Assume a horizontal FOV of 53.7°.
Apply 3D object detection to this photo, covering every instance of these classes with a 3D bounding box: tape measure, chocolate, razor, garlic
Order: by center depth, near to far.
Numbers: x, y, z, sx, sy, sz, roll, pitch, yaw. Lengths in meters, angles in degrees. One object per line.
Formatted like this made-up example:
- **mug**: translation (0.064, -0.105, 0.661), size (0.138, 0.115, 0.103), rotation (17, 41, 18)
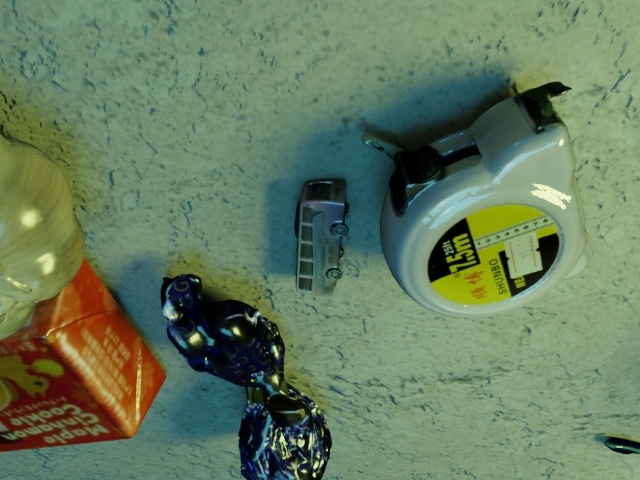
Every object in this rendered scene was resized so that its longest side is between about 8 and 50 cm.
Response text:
- **garlic**: translation (-0.320, -0.018, 0.534), size (0.227, 0.152, 0.228), rotation (-9, 128, -11)
- **tape measure**: translation (0.138, -0.023, 0.555), size (0.178, 0.105, 0.196), rotation (-18, 131, 8)
- **chocolate**: translation (-0.330, 0.138, 0.710), size (0.237, 0.108, 0.235), rotation (-9, 133, 8)
- **chocolate**: translation (-0.076, 0.161, 0.730), size (0.148, 0.126, 0.344), rotation (15, 137, 41)
- **razor**: translation (0.460, 0.304, 0.891), size (0.154, 0.044, 0.028), rotation (27, 98, -18)

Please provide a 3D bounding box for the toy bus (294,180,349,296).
- **toy bus**: translation (0.000, 0.000, 0.619), size (0.052, 0.037, 0.131), rotation (7, 134, 2)
